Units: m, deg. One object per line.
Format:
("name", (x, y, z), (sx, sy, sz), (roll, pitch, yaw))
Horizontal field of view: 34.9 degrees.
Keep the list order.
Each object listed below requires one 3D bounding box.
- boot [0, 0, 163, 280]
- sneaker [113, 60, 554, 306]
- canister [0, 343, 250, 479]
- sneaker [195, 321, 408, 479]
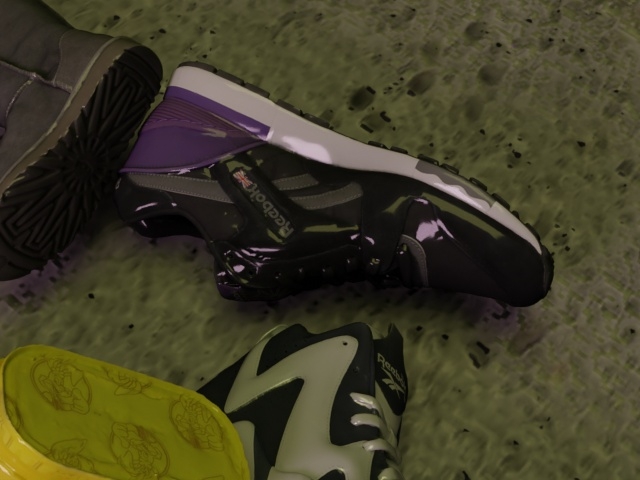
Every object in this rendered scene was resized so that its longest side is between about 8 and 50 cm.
("boot", (-0.222, -0.088, 0.677), (0.208, 0.076, 0.189), (26, 73, 29))
("sneaker", (0.000, 0.000, 0.641), (0.283, 0.107, 0.124), (24, 76, 20))
("canister", (-0.132, 0.141, 0.480), (0.126, 0.170, 0.073), (24, 26, -33))
("sneaker", (0.028, 0.112, 0.542), (0.235, 0.094, 0.153), (15, 54, 40))
